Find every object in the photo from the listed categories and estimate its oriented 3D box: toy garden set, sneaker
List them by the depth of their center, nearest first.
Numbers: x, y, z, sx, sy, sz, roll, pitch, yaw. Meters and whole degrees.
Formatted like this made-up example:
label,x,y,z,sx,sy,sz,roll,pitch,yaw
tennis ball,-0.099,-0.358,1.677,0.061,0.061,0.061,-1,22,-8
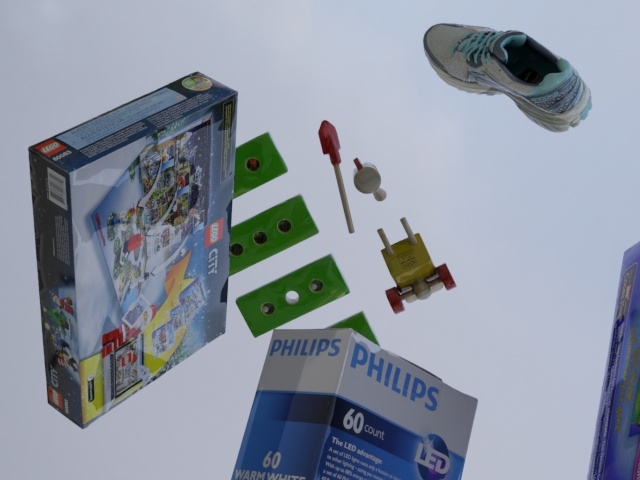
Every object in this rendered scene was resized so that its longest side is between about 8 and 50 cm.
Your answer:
label,x,y,z,sx,sy,sz,roll,pitch,yaw
toy garden set,0.000,0.000,1.133,0.203,0.244,0.049,-26,-167,6
sneaker,0.262,-0.267,1.646,0.283,0.122,0.110,29,-103,32

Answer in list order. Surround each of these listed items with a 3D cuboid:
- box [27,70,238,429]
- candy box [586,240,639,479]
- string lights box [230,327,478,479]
label,x,y,z,sx,sy,sz,roll,pitch,yaw
box,-0.134,0.009,0.849,0.044,0.159,0.233,29,-49,28
candy box,0.301,0.070,0.687,0.317,0.122,0.268,-51,-162,57
string lights box,0.006,0.197,0.699,0.076,0.133,0.260,-7,-120,46
